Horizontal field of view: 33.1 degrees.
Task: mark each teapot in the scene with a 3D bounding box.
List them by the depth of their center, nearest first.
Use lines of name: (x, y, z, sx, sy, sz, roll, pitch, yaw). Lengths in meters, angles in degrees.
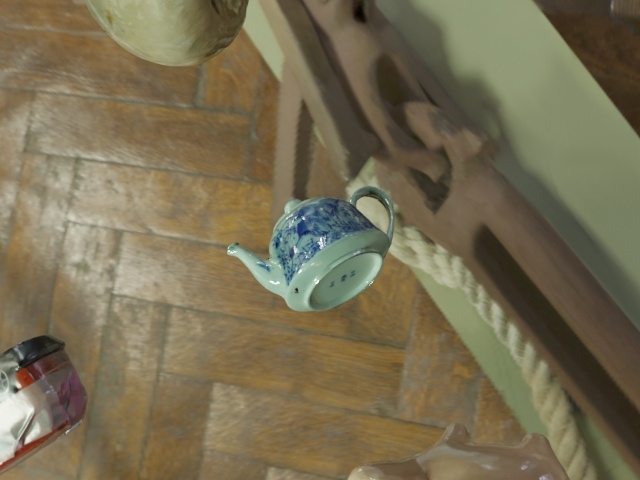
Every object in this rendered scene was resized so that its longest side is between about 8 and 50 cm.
teapot: (0.000, 0.000, 1.427, 0.232, 0.159, 0.159, -26, 73, -18)

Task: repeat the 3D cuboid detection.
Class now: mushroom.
mushroom: (-0.092, -0.223, 0.808, 0.209, 0.206, 0.206, 30, 93, 6)

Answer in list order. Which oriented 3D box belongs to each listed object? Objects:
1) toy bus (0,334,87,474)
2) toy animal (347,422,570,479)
toy bus: (-0.482, 0.267, 1.595, 0.302, 0.127, 0.147, -31, 87, 18)
toy animal: (0.187, 0.387, 1.494, 0.326, 0.237, 0.269, -5, 37, 28)
